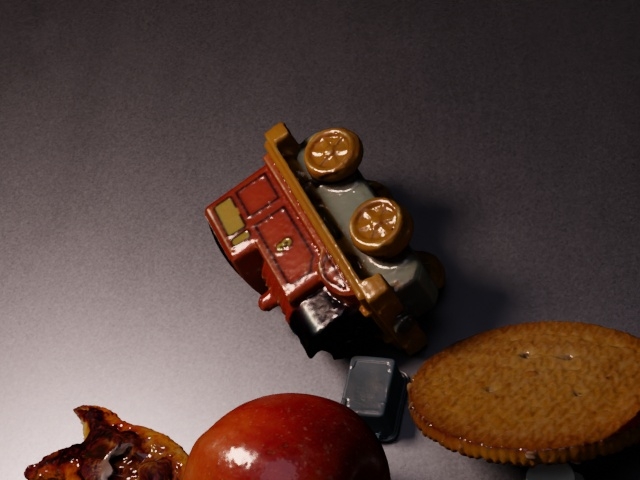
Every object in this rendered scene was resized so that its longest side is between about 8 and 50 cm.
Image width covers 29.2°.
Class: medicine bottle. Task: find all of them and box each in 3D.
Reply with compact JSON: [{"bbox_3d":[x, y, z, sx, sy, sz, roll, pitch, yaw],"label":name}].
[{"bbox_3d":[0.250,0.281,1.314,0.074,0.118,0.055,-9,51,7],"label":"medicine bottle"}]

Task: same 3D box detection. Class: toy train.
[{"bbox_3d":[0.000,0.000,1.574,0.232,0.163,0.369,-35,52,4],"label":"toy train"}]

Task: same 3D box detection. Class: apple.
[{"bbox_3d":[-0.035,0.276,1.335,0.201,0.218,0.218,16,59,31],"label":"apple"}]

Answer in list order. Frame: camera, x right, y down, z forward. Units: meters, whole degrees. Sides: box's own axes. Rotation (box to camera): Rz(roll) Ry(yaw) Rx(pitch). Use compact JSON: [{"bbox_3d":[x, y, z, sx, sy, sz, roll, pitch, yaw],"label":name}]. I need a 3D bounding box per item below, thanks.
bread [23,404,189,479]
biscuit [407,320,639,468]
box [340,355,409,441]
[{"bbox_3d":[-0.231,0.288,1.463,0.269,0.095,0.139,20,57,43],"label":"bread"},{"bbox_3d":[0.245,0.169,1.376,0.305,0.038,0.305,-8,21,3],"label":"biscuit"},{"bbox_3d":[0.060,0.187,1.478,0.074,0.054,0.099,2,55,19],"label":"box"}]
